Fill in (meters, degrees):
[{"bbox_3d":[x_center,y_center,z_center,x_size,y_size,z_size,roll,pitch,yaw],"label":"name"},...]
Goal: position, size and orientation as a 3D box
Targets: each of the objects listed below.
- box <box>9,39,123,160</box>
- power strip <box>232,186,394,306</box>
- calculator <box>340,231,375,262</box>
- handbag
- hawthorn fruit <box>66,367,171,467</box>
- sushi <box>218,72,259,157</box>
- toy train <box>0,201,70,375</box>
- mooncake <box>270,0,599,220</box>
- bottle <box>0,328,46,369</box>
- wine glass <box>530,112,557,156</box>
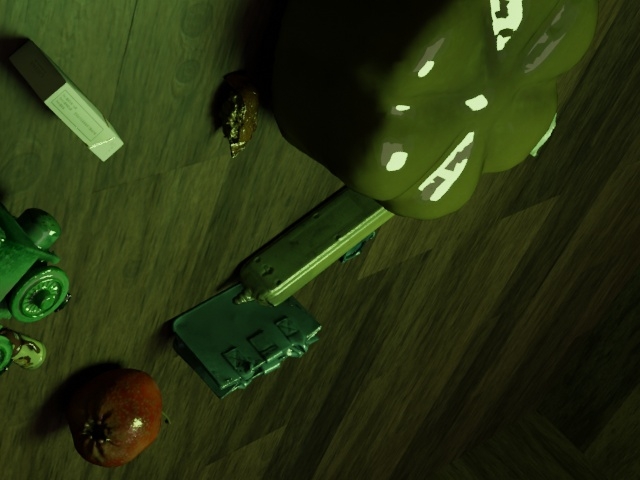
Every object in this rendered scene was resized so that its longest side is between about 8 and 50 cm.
[{"bbox_3d":[-0.294,-0.161,1.271,0.040,0.084,0.154,-43,154,-5],"label":"box"},{"bbox_3d":[0.000,0.000,1.943,0.387,0.092,0.066,-36,151,-15],"label":"power strip"},{"bbox_3d":[0.074,-0.009,2.125,0.094,0.019,0.141,-26,151,-33],"label":"calculator"},{"bbox_3d":[-0.129,0.168,1.912,0.229,0.179,0.062,-30,151,-31],"label":"handbag"},{"bbox_3d":[-0.314,0.296,1.880,0.165,0.165,0.285,-51,160,14],"label":"hawthorn fruit"},{"bbox_3d":[-0.117,-0.177,1.545,0.055,0.052,0.120,-27,150,-30],"label":"sushi"},{"bbox_3d":[-0.436,0.061,1.333,0.266,0.145,0.202,-47,152,6],"label":"toy train"},{"bbox_3d":[0.166,-0.253,1.540,0.467,0.262,0.467,-30,141,-28],"label":"mooncake"},{"bbox_3d":[-0.444,0.157,1.581,0.063,0.047,0.101,-34,154,4],"label":"bottle"},{"bbox_3d":[0.314,-0.236,1.996,0.232,0.156,0.156,-1,132,-51],"label":"wine glass"}]
